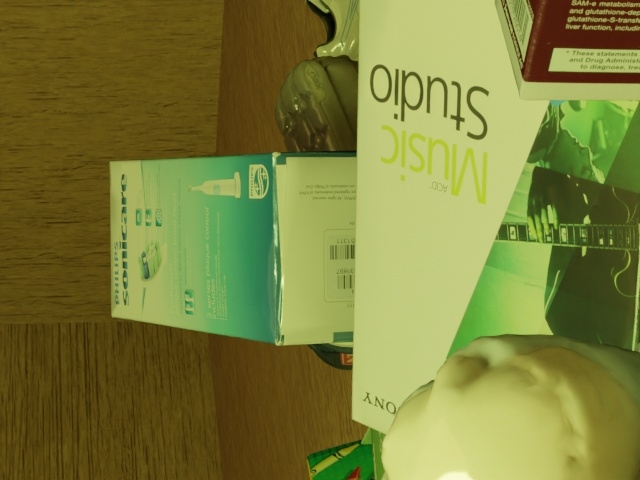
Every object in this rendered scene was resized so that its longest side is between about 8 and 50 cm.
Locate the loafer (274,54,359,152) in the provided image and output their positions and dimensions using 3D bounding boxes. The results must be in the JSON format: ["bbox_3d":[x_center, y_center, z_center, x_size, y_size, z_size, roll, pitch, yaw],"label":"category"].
[{"bbox_3d":[0.066,-0.016,1.540,0.112,0.111,0.319,-47,58,55],"label":"loafer"}]

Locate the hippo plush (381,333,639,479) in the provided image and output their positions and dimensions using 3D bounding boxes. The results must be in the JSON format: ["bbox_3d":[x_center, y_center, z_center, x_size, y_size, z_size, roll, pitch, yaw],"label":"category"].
[{"bbox_3d":[0.187,0.016,0.531,0.294,0.234,0.236,-19,-44,-56],"label":"hippo plush"}]

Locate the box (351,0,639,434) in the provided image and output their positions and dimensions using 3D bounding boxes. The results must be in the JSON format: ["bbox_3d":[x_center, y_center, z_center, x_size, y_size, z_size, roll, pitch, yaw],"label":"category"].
[{"bbox_3d":[0.109,-0.021,1.027,0.232,0.058,0.322,19,115,50],"label":"box"}]

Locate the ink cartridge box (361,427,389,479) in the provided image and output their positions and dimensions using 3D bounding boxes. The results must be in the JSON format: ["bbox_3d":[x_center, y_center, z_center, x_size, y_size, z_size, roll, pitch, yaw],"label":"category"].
[{"bbox_3d":[0.096,0.137,1.307,0.209,0.109,0.062,106,162,-64],"label":"ink cartridge box"}]

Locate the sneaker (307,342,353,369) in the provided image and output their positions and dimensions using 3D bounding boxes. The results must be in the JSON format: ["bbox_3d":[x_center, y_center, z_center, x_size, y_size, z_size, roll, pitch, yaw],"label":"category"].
[{"bbox_3d":[0.033,0.067,1.743,0.350,0.131,0.148,-98,2,-73],"label":"sneaker"}]

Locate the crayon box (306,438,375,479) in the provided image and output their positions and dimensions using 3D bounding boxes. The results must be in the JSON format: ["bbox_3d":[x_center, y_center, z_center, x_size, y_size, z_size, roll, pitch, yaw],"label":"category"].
[{"bbox_3d":[0.065,0.309,1.419,0.165,0.081,0.278,-109,5,-64],"label":"crayon box"}]

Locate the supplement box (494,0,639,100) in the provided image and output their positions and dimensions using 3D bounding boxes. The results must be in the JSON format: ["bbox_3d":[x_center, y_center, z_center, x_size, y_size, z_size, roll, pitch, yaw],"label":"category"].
[{"bbox_3d":[0.157,-0.168,0.768,0.239,0.130,0.073,99,168,-46],"label":"supplement box"}]

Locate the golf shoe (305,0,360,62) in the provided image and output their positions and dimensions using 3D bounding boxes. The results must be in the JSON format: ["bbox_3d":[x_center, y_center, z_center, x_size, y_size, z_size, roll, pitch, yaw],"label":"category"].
[{"bbox_3d":[0.028,-0.254,1.829,0.069,0.086,0.176,115,154,-76],"label":"golf shoe"}]

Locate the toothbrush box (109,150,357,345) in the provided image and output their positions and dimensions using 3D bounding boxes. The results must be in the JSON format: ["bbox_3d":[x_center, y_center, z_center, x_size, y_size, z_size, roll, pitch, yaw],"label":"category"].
[{"bbox_3d":[0.000,0.000,1.312,0.295,0.216,0.126,5,95,62],"label":"toothbrush box"}]
